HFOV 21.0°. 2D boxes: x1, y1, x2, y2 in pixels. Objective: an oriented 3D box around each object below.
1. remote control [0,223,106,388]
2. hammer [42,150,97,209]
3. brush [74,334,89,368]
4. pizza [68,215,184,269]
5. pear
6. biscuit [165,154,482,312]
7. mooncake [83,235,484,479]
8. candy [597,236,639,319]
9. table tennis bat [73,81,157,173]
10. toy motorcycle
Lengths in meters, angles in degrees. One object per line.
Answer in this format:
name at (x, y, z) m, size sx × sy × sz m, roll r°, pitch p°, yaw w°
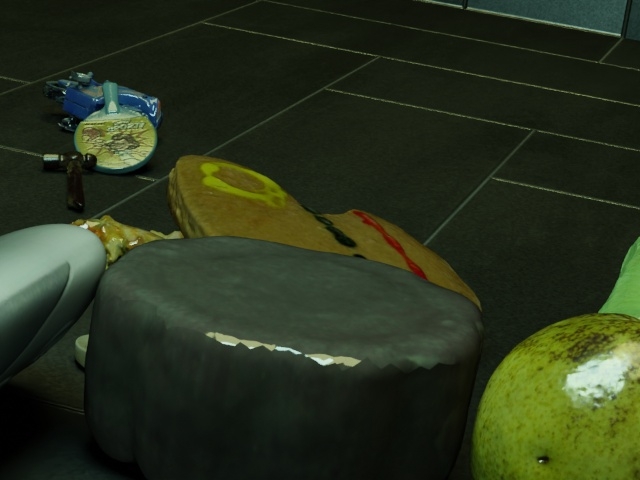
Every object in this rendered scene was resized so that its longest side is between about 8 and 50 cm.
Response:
remote control at (-0.276, 0.075, 1.256) m, size 0.221 × 0.103 × 0.332 m, roll -33°, pitch 1°, yaw 23°
hammer at (-0.283, -0.065, 1.958) m, size 0.065 × 0.021 × 0.178 m, roll 0°, pitch 22°, yaw -10°
brush at (-0.058, 0.077, 1.533) m, size 0.327 × 0.065 × 0.070 m, roll 0°, pitch 16°, yaw -27°
pizza at (-0.106, 0.007, 1.720) m, size 0.287 × 0.074 × 0.251 m, roll 14°, pitch 15°, yaw 10°
pear at (0.205, 0.139, 1.239) m, size 0.197 × 0.197 × 0.197 m, roll 7°, pitch 17°, yaw -2°
biscuit at (0.001, -0.002, 1.619) m, size 0.277 × 0.052 × 0.262 m, roll 10°, pitch 26°, yaw -27°
mooncake at (-0.027, 0.101, 1.311) m, size 0.306 × 0.154 × 0.306 m, roll 8°, pitch 18°, yaw -3°
candy at (0.316, 0.086, 1.551) m, size 0.142 × 0.132 × 0.343 m, roll -4°, pitch 13°, yaw 17°
table tennis bat at (-0.250, -0.136, 2.095) m, size 0.100 × 0.019 × 0.155 m, roll -5°, pitch 46°, yaw -6°
toy motorcycle at (-0.271, -0.172, 2.222) m, size 0.114 × 0.076 × 0.205 m, roll 3°, pitch 15°, yaw -41°
